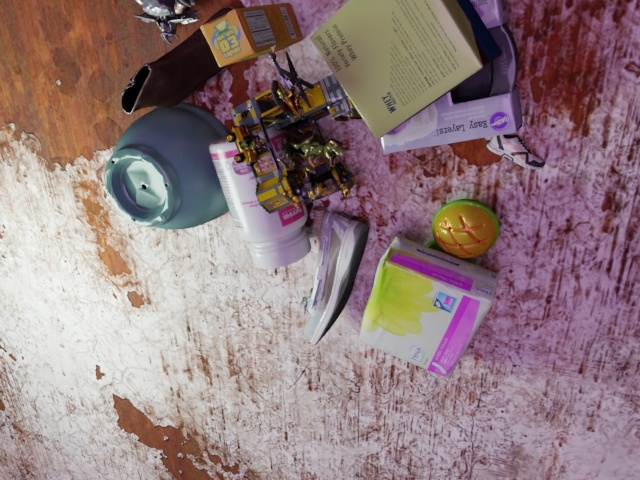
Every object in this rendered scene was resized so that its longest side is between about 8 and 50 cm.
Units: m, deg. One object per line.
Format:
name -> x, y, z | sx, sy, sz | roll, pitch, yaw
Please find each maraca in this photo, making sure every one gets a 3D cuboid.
maraca -> 0.280, -0.008, 1.014 | 0.127, 0.099, 0.186 | 26, 139, 10

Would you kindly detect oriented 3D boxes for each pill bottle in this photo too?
pill bottle -> -0.120, -0.093, 1.092 | 0.160, 0.160, 0.283 | -7, 112, 24

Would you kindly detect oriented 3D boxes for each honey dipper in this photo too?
honey dipper -> 0.000, 0.000, 1.168 | 0.030, 0.030, 0.161 | 8, 119, 18

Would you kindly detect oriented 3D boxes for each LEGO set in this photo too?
LEGO set -> 0.003, -0.191, 0.929 | 0.192, 0.331, 0.255 | -20, 85, 26

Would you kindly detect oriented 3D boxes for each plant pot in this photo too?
plant pot -> -0.348, -0.144, 1.139 | 0.292, 0.196, 0.293 | 9, 117, 17

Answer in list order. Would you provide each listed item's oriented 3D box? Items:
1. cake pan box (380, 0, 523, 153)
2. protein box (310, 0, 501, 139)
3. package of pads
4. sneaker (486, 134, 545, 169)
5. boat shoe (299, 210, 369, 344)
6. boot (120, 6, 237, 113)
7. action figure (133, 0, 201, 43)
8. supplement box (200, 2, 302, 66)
cake pan box -> 0.212, -0.294, 0.899 | 0.266, 0.070, 0.246 | -2, 115, 33
protein box -> 0.135, -0.309, 0.808 | 0.201, 0.136, 0.200 | -30, 97, 39
package of pads -> 0.211, 0.147, 1.070 | 0.229, 0.101, 0.297 | 21, 136, 12
sneaker -> 0.364, -0.166, 0.936 | 0.109, 0.040, 0.044 | 28, 119, 7
boat shoe -> 0.016, 0.090, 1.158 | 0.103, 0.118, 0.321 | 24, 117, 16
boot -> -0.266, -0.349, 1.001 | 0.090, 0.207, 0.248 | 47, 122, -4
action figure -> -0.337, -0.523, 0.988 | 0.185, 0.099, 0.285 | 5, 134, 15
supplement box -> -0.115, -0.373, 0.914 | 0.078, 0.233, 0.080 | -13, 108, 27
